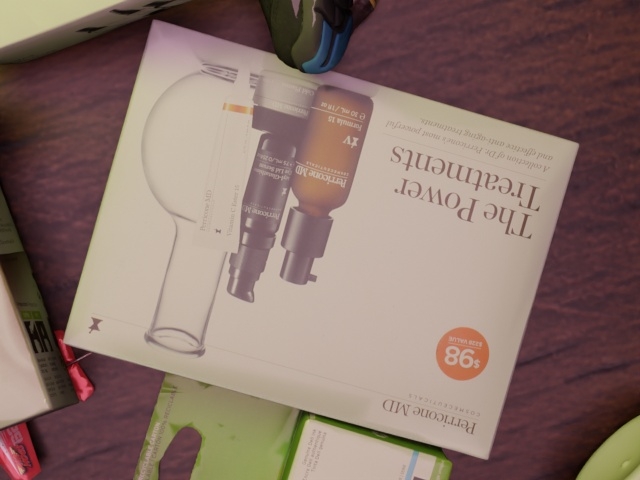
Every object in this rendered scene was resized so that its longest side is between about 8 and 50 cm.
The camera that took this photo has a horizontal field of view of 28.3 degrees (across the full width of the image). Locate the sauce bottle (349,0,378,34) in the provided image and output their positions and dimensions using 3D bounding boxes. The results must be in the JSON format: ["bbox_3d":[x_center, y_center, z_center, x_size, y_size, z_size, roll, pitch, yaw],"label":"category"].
[{"bbox_3d":[0.035,-0.224,1.121,0.042,0.042,0.128,26,93,-3],"label":"sauce bottle"}]

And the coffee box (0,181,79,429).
[{"bbox_3d":[-0.336,0.027,1.059,0.168,0.119,0.297,-20,87,-1],"label":"coffee box"}]

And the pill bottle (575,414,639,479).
[{"bbox_3d":[0.346,0.273,1.109,0.245,0.130,0.130,44,90,-3],"label":"pill bottle"}]

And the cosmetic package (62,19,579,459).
[{"bbox_3d":[0.000,0.000,1.102,0.377,0.097,0.284,15,94,-3],"label":"cosmetic package"}]

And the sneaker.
[{"bbox_3d":[-0.064,-0.287,1.068,0.139,0.125,0.341,-17,74,9],"label":"sneaker"}]

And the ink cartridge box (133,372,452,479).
[{"bbox_3d":[-0.039,0.235,1.106,0.255,0.097,0.189,17,91,-4],"label":"ink cartridge box"}]

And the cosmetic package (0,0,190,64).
[{"bbox_3d":[-0.198,-0.196,1.026,0.239,0.099,0.060,-13,92,31],"label":"cosmetic package"}]

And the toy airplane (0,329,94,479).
[{"bbox_3d":[-0.269,0.132,1.125,0.151,0.028,0.151,0,86,0],"label":"toy airplane"}]
